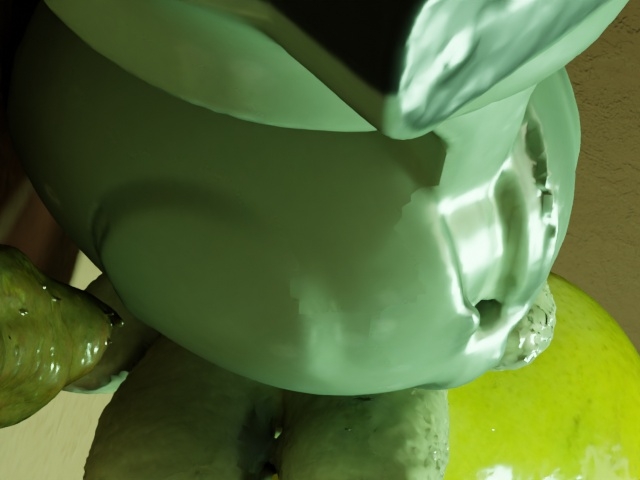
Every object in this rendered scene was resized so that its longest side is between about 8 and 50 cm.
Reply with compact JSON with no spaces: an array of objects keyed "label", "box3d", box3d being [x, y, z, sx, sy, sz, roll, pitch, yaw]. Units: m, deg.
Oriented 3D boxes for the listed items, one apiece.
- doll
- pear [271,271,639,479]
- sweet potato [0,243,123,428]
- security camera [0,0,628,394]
[{"label":"doll","box3d":[-0.002,0.010,0.646,0.278,0.175,0.149,-80,-167,-54]},{"label":"pear","box3d":[0.090,0.182,1.309,0.418,0.362,0.362,17,84,-58]},{"label":"sweet potato","box3d":[-0.096,0.024,0.425,0.053,0.054,0.182,-44,177,0]},{"label":"security camera","box3d":[-0.001,-0.071,0.473,0.197,0.191,0.277,-39,156,-27]}]
